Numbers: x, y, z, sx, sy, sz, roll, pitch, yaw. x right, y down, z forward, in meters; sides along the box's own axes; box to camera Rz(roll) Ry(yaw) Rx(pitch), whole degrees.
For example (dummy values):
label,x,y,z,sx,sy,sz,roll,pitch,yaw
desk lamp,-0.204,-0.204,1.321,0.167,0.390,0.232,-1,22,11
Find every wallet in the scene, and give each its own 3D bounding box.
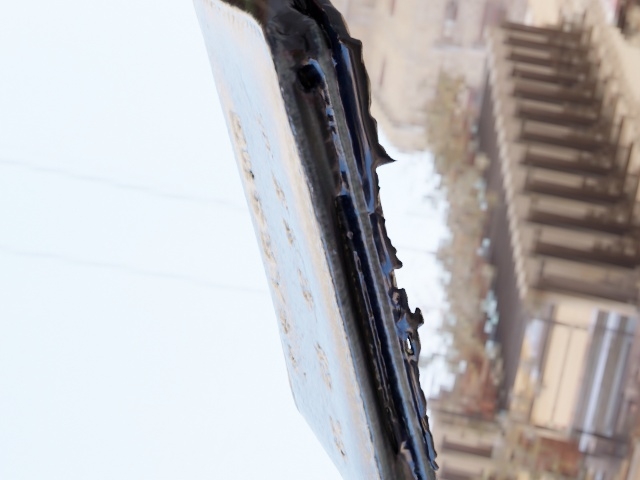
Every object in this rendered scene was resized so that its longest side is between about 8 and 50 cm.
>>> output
label,x,y,z,sx,sy,sz,roll,pitch,yaw
wallet,-0.002,0.001,0.634,0.036,0.222,0.167,-16,-160,-11
